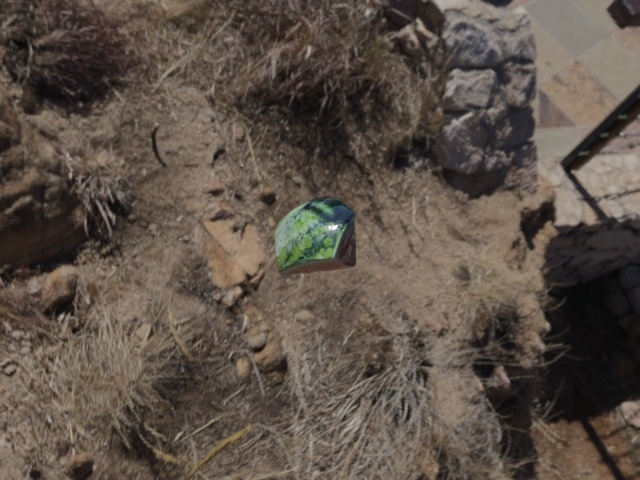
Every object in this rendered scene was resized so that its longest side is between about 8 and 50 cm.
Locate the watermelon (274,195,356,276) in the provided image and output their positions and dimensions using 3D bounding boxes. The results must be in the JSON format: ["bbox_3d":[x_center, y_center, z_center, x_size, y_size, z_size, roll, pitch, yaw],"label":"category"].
[{"bbox_3d":[-0.006,-0.001,0.647,0.084,0.072,0.092,2,52,10],"label":"watermelon"}]
